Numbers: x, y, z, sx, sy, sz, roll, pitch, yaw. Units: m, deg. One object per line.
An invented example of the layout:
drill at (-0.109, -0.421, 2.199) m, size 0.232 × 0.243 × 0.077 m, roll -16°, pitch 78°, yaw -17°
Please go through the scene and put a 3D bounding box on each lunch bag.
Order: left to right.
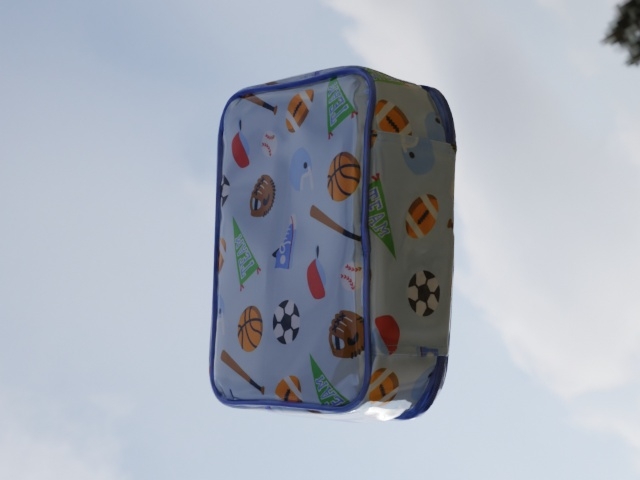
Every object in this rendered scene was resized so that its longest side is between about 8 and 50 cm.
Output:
lunch bag at (0.000, 0.000, 1.035) m, size 0.115 × 0.243 × 0.303 m, roll 9°, pitch -98°, yaw -39°
